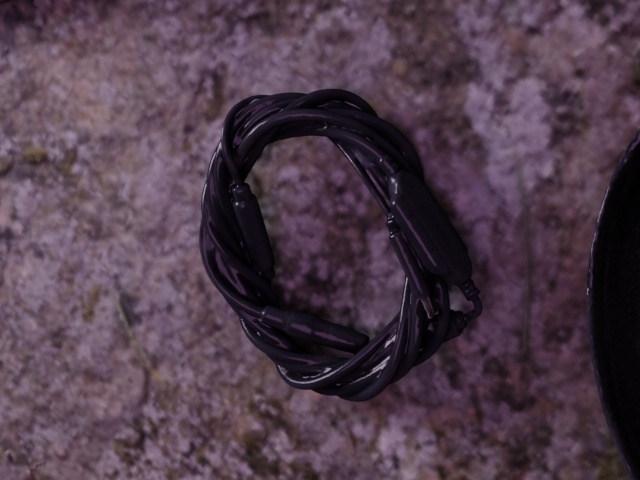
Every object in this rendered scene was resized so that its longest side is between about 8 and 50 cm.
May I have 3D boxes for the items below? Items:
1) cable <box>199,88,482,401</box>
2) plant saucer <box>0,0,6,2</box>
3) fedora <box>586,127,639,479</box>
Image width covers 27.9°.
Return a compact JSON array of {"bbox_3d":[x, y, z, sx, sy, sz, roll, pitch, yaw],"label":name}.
[{"bbox_3d":[0.000,0.000,0.749,0.150,0.047,0.184,-35,89,30],"label":"cable"},{"bbox_3d":[-0.251,-0.304,0.765,0.332,0.084,0.332,5,104,22],"label":"plant saucer"},{"bbox_3d":[0.248,0.033,0.533,0.334,0.152,0.334,-6,76,27],"label":"fedora"}]
